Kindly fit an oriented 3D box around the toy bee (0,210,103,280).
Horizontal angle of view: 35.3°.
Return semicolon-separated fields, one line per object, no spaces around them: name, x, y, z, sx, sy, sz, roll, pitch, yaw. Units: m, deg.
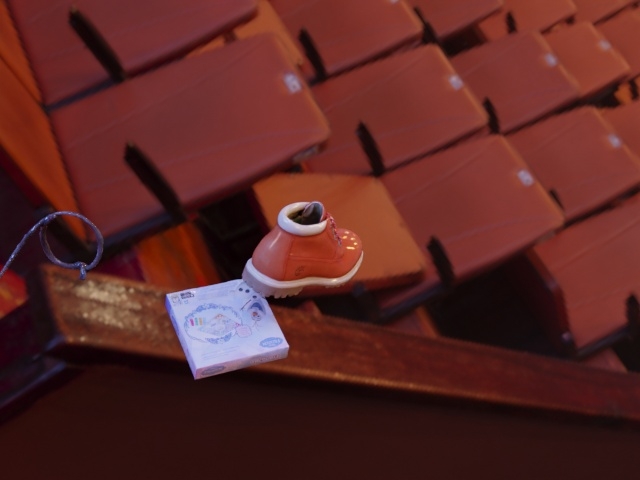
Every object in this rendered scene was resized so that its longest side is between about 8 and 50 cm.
toy bee;-0.364;0.059;0.887;0.195;0.298;0.162;44;35;-18

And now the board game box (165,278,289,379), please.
board game box;-0.087;0.079;0.934;0.020;0.090;0.090;103;-32;-44

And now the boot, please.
boot;0.000;0.000;0.948;0.059;0.084;0.158;36;26;24
